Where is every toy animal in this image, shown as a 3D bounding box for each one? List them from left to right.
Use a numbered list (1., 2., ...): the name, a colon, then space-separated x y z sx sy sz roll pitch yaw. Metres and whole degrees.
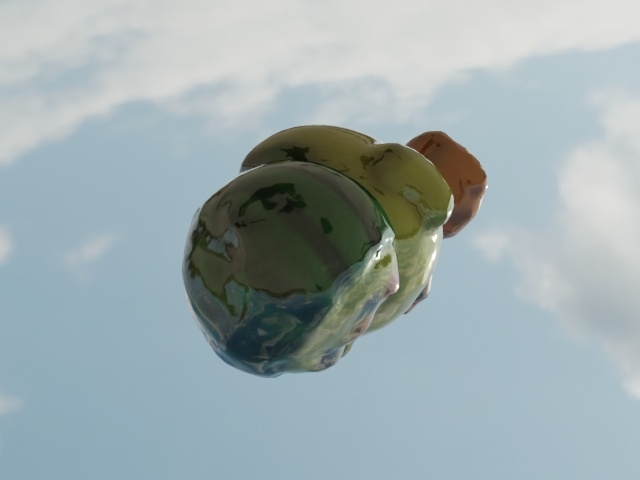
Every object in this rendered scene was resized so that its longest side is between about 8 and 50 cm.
1. toy animal: -0.003 -0.001 1.493 0.191 0.216 0.338 40 -152 12
